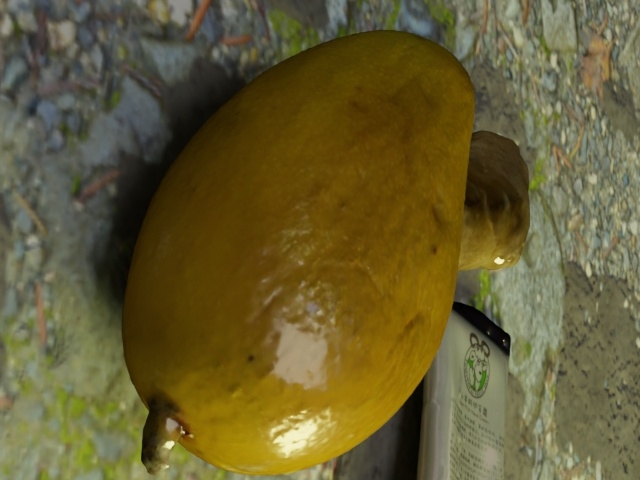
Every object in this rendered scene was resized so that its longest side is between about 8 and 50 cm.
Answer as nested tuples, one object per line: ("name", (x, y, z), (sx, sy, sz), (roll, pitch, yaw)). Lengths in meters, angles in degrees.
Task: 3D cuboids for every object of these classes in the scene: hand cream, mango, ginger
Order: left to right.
("mango", (0.000, 0.000, 0.687), (0.176, 0.119, 0.317), (41, 58, -18))
("ginger", (0.089, -0.024, 0.854), (0.190, 0.069, 0.095), (-10, 93, -52))
("hand cream", (0.089, 0.196, 0.849), (0.121, 0.076, 0.336), (40, 50, -49))
